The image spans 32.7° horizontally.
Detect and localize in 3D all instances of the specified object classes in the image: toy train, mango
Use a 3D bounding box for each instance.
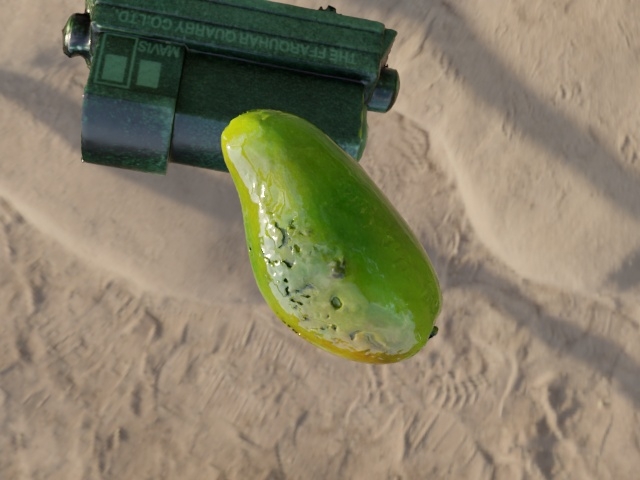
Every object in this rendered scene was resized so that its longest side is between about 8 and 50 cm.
[{"bbox_3d":[-0.088,-0.142,1.047,0.330,0.178,0.138,10,148,-7],"label":"toy train"},{"bbox_3d":[0.000,0.000,0.861,0.233,0.125,0.111,51,152,-3],"label":"mango"}]
